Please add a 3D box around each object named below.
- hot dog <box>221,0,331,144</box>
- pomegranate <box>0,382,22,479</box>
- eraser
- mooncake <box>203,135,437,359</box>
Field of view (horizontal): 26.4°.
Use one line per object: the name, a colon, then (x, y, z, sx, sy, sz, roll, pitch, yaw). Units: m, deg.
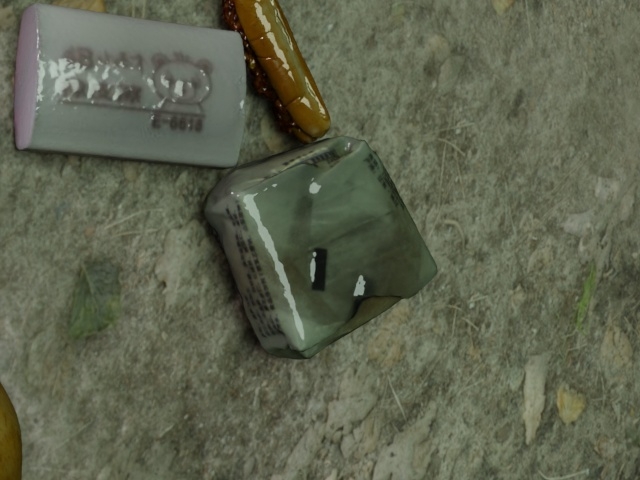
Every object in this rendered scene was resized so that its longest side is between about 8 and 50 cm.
hot dog: (-0.064, -0.238, 1.759, 0.076, 0.102, 0.249, -25, 102, 0)
pomegranate: (-0.474, 0.262, 1.307, 0.417, 0.417, 0.416, 4, 82, -29)
eraser: (-0.229, -0.184, 1.661, 0.270, 0.095, 0.174, 4, 85, -28)
mooncake: (-0.003, 0.000, 1.738, 0.250, 0.136, 0.254, -27, 99, -32)
